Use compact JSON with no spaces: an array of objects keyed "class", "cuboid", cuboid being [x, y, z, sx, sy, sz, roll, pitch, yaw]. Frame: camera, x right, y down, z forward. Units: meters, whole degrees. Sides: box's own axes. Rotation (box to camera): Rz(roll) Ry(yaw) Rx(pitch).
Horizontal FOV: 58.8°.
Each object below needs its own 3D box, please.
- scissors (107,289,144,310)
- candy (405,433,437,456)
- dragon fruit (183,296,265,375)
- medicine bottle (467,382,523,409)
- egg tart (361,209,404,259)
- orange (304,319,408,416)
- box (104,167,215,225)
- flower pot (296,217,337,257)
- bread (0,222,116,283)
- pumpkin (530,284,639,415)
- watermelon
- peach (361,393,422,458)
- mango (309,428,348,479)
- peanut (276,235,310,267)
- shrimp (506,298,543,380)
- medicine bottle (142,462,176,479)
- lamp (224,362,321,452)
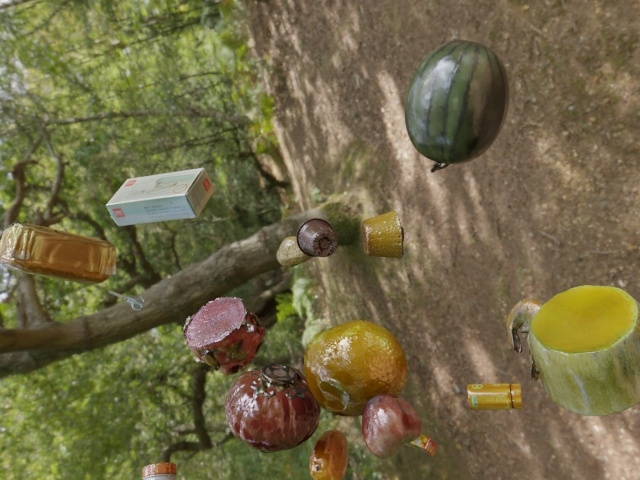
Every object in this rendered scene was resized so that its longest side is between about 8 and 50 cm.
[{"class":"scissors","cuboid":[-0.426,0.127,1.241,0.006,0.083,0.036,-43,29,44]},{"class":"candy","cuboid":[0.274,0.584,1.661,0.122,0.038,0.062,10,148,41]},{"class":"dragon fruit","cuboid":[-0.358,0.411,2.262,0.314,0.296,0.263,32,155,54]},{"class":"medicine bottle","cuboid":[0.647,0.580,2.109,0.096,0.192,0.096,-7,-90,-71]},{"class":"egg tart","cuboid":[0.266,-0.018,2.380,0.215,0.171,0.215,173,90,-88]},{"class":"orange","cuboid":[0.077,0.369,1.607,0.335,0.196,0.262,-23,85,48]},{"class":"box","cuboid":[-0.435,-0.115,1.538,0.135,0.269,0.079,-70,-32,-47]},{"class":"flower pot","cuboid":[0.000,0.000,1.508,0.089,0.111,0.111,30,140,67]},{"class":"bread","cuboid":[-0.608,0.037,1.317,0.136,0.241,0.107,-5,73,44]},{"class":"pumpkin","cuboid":[0.708,0.269,1.489,0.199,0.332,0.332,53,-178,-22]},{"class":"watermelon","cuboid":[0.374,-0.366,1.575,0.279,0.279,0.359,-121,33,-65]},{"class":"peach","cuboid":[0.171,0.459,1.434,0.152,0.152,0.152,161,90,-85]},{"class":"mango","cuboid":[0.040,0.700,1.858,0.141,0.102,0.217,46,-156,1]},{"class":"peanut","cuboid":[-0.081,0.031,2.004,0.226,0.095,0.108,-22,106,51]},{"class":"shrimp","cuboid":[0.642,0.304,1.746,0.150,0.068,0.248,-24,62,53]},{"class":"medicine bottle","cuboid":[-0.456,0.788,1.605,0.157,0.157,0.288,81,180,-60]},{"class":"lamp","cuboid":[-0.148,0.524,1.783,0.303,0.303,0.257,-125,43,-71]}]
